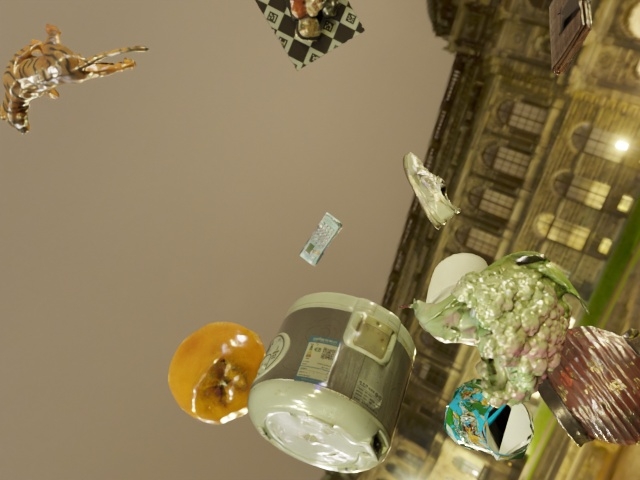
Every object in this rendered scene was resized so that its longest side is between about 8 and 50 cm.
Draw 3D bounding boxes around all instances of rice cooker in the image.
[{"bbox_3d":[0.027,0.254,1.125,0.288,0.289,0.277,86,-157,-48],"label":"rice cooker"}]

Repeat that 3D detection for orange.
[{"bbox_3d":[-0.248,0.319,1.454,0.248,0.249,0.183,-61,7,-9],"label":"orange"}]

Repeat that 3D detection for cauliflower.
[{"bbox_3d":[0.276,0.130,1.007,0.256,0.316,0.238,-49,-62,-42],"label":"cauliflower"}]

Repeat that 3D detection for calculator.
[{"bbox_3d":[0.000,0.000,1.567,0.018,0.057,0.172,-45,-8,-49],"label":"calculator"}]

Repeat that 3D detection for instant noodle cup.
[{"bbox_3d":[0.535,0.563,1.885,0.240,0.240,0.178,-60,16,-11],"label":"instant noodle cup"}]

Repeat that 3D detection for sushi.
[{"bbox_3d":[-0.025,-0.590,1.529,0.220,0.231,0.047,-34,10,-11],"label":"sushi"}]

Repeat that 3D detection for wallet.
[{"bbox_3d":[0.516,-0.462,1.250,0.124,0.042,0.230,106,180,-54],"label":"wallet"}]

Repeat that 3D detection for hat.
[{"bbox_3d":[0.464,0.184,1.908,0.168,0.258,0.301,93,-173,-76],"label":"hat"}]

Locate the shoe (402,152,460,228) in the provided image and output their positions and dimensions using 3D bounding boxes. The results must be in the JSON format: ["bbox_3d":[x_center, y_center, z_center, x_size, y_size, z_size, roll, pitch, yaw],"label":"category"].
[{"bbox_3d":[0.343,-0.170,1.892,0.098,0.274,0.103,-29,-22,14],"label":"shoe"}]

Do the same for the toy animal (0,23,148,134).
[{"bbox_3d":[-0.391,-0.270,0.935,0.116,0.255,0.114,-86,-26,-48],"label":"toy animal"}]

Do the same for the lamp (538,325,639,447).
[{"bbox_3d":[0.535,0.267,1.132,0.247,0.247,0.246,-45,-30,-37],"label":"lamp"}]
